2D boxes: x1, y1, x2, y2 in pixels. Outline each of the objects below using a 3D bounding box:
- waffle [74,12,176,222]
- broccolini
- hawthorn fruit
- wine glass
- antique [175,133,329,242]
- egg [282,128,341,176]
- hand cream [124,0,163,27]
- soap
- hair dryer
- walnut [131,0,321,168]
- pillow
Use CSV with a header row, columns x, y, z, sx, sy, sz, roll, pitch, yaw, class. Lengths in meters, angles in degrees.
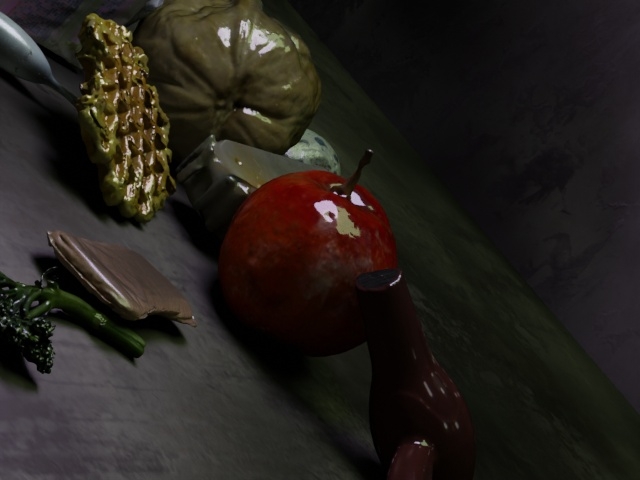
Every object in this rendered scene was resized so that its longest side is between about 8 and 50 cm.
x,y,z,sx,sy,sz,roll,pitch,yaw,class
-0.246,-0.152,1.711,0.291,0.051,0.291,-14,90,-78,waffle
-0.229,0.083,1.278,0.271,0.062,0.123,30,30,-58,broccolini
0.000,0.000,1.728,0.242,0.271,0.242,17,26,-9,hawthorn fruit
-0.361,-0.218,1.732,0.198,0.066,0.066,40,14,-20,wine glass
-0.082,-0.046,1.904,0.284,0.150,0.125,25,27,-53,antique
-0.047,-0.114,2.215,0.182,0.141,0.141,20,29,-50,egg
-0.288,-0.321,1.991,0.042,0.194,0.067,51,39,-29,hand cream
-0.349,-0.368,1.906,0.182,0.199,0.138,28,26,-52,soap
0.089,0.235,1.570,0.340,0.123,0.312,-70,146,-60,hair dryer
-0.141,-0.231,2.016,0.277,0.282,0.253,-86,172,-65,walnut
-0.208,0.040,1.465,0.135,0.034,0.211,46,8,16,pillow
